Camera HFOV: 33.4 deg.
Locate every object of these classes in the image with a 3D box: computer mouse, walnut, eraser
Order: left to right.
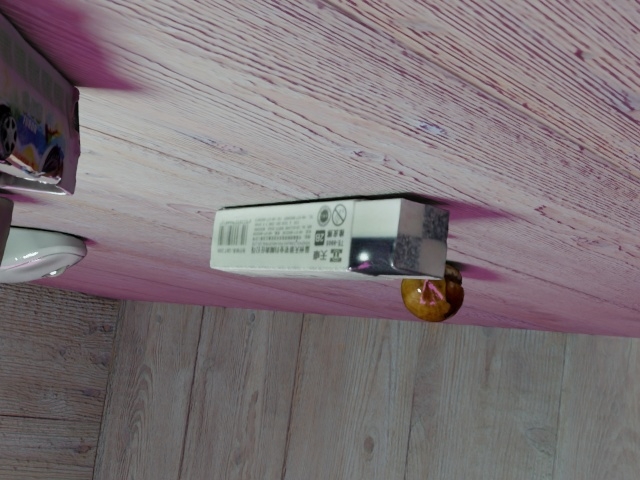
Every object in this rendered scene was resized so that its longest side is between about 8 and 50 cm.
[{"bbox_3d":[-0.650,0.033,2.261,0.296,0.121,0.184,8,171,2],"label":"computer mouse"},{"bbox_3d":[0.000,0.000,1.464,0.096,0.098,0.404,12,172,-39],"label":"eraser"},{"bbox_3d":[0.202,0.090,1.921,0.115,0.116,0.207,5,165,15],"label":"walnut"}]

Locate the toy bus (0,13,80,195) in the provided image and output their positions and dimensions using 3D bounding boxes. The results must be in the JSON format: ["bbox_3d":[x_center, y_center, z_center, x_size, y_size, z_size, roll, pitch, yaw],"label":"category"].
[{"bbox_3d":[-0.267,-0.108,0.869,0.090,0.112,0.274,7,172,4],"label":"toy bus"}]

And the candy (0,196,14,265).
[{"bbox_3d":[-0.693,-0.035,1.694,0.358,0.145,0.208,5,172,13],"label":"candy"}]
